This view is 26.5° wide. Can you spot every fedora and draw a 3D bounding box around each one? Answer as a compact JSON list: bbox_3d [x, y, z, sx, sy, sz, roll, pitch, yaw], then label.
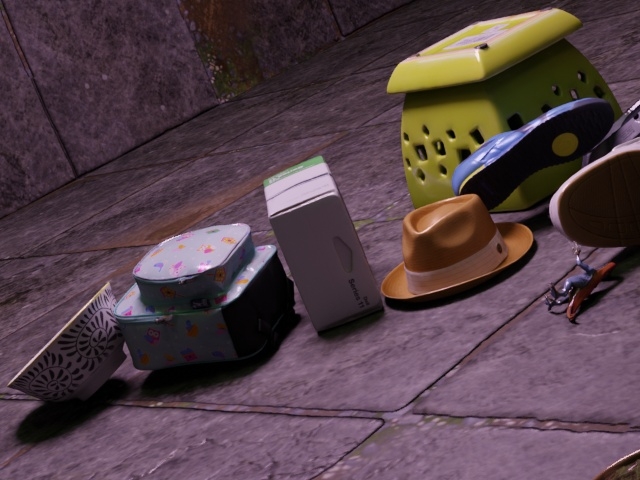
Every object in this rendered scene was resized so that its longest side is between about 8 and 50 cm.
[{"bbox_3d":[0.144,-0.001,1.536,0.194,0.079,0.194,-21,15,6],"label":"fedora"}]

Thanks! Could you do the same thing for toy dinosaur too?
[{"bbox_3d":[0.258,0.046,1.321,0.082,0.047,0.090,-16,46,-12],"label":"toy dinosaur"}]

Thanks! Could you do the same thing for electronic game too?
[{"bbox_3d":[0.399,-0.149,1.622,0.229,0.048,0.229,-42,-1,-1],"label":"electronic game"}]

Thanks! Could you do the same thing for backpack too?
[{"bbox_3d":[-0.145,0.071,1.578,0.188,0.144,0.166,-18,20,24],"label":"backpack"}]

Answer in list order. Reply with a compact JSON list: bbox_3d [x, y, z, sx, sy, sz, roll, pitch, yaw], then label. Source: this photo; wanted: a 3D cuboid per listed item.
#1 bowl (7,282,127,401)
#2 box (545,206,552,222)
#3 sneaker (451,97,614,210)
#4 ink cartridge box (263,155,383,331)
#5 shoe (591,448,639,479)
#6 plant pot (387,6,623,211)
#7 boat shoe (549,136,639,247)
[{"bbox_3d":[-0.282,0.137,1.610,0.170,0.080,0.170,-45,6,6],"label":"bowl"},{"bbox_3d":[0.311,-0.042,1.564,0.083,0.018,0.067,-26,15,-16],"label":"box"},{"bbox_3d":[0.244,-0.115,1.603,0.209,0.069,0.082,-33,30,16],"label":"sneaker"},{"bbox_3d":[0.000,0.000,1.596,0.086,0.153,0.208,-22,13,1],"label":"ink cartridge box"},{"bbox_3d":[0.265,0.156,0.852,0.219,0.058,0.077,-23,45,13],"label":"shoe"},{"bbox_3d":[0.235,-0.174,1.784,0.227,0.207,0.228,-30,17,-32],"label":"plant pot"},{"bbox_3d":[0.339,-0.059,1.444,0.277,0.098,0.096,-19,11,-28],"label":"boat shoe"}]
